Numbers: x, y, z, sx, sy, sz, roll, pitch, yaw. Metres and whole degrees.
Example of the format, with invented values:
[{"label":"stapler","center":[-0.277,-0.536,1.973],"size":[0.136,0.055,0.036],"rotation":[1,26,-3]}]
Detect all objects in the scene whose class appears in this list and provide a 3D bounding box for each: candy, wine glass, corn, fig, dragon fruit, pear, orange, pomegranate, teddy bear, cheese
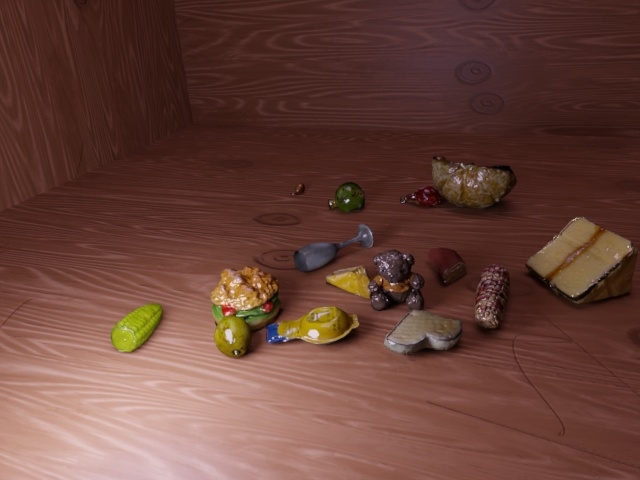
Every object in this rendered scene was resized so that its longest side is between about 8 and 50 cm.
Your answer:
[{"label":"candy","center":[-0.534,0.247,1.573],"size":[0.096,0.097,0.209],"rotation":[3,21,13]},{"label":"wine glass","center":[0.000,0.000,2.004],"size":[0.309,0.097,0.264],"rotation":[-21,32,-30]},{"label":"corn","center":[0.518,0.171,1.592],"size":[0.098,0.098,0.290],"rotation":[6,31,19]},{"label":"fig","center":[-0.112,-0.247,2.599],"size":[0.083,0.050,0.050],"rotation":[-39,40,-24]},{"label":"dragon fruit","center":[0.447,-0.197,2.374],"size":[0.190,0.094,0.094],"rotation":[2,26,22]},{"label":"pear","center":[-0.244,0.267,1.475],"size":[0.107,0.107,0.131],"rotation":[-8,38,-8]},{"label":"orange","center":[0.659,-0.247,2.303],"size":[0.368,0.211,0.270],"rotation":[11,12,28]},{"label":"pomegranate","center":[0.116,-0.198,2.372],"size":[0.168,0.122,0.143],"rotation":[-2,55,-3]},{"label":"teddy bear","center":[0.233,0.116,1.632],"size":[0.176,0.190,0.140],"rotation":[-3,32,14]},{"label":"cheese","center":[-0.024,0.248,1.527],"size":[0.270,0.069,0.177],"rotation":[-8,25,-1]}]

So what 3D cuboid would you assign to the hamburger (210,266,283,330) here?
[{"label":"hamburger","center":[-0.231,0.169,1.629],"size":[0.236,0.149,0.237],"rotation":[-2,25,1]}]

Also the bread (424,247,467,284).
[{"label":"bread","center":[0.441,0.079,1.818],"size":[0.119,0.067,0.192],"rotation":[-7,26,-7]}]

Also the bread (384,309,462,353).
[{"label":"bread","center":[0.275,0.257,1.476],"size":[0.231,0.064,0.172],"rotation":[-8,26,-12]}]

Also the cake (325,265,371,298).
[{"label":"cake","center":[0.109,0.144,1.765],"size":[0.184,0.116,0.079],"rotation":[-24,3,40]}]

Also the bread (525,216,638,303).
[{"label":"bread","center":[0.817,0.064,1.678],"size":[0.235,0.199,0.263],"rotation":[-17,26,-10]}]
